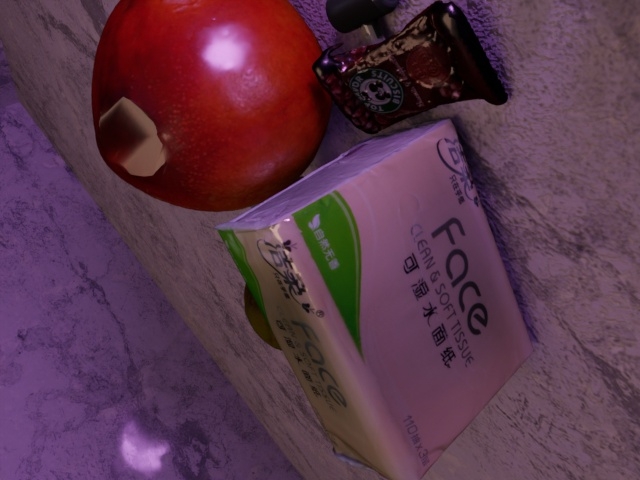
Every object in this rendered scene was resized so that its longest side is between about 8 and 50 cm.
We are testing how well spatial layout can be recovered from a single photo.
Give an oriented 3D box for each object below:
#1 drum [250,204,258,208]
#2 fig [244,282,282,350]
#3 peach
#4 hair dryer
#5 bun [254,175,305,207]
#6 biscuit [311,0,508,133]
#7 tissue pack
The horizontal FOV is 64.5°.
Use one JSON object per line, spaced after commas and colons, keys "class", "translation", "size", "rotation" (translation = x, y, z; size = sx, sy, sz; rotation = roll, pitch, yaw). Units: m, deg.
{"class": "drum", "translation": [-0.104, -0.053, 1.181], "size": [0.130, 0.049, 0.253], "rotation": [0, 122, 53]}
{"class": "fig", "translation": [-0.039, 0.130, 1.091], "size": [0.239, 0.239, 0.271], "rotation": [42, 160, 22]}
{"class": "peach", "translation": [-0.178, -0.225, 0.813], "size": [0.388, 0.388, 0.388], "rotation": [35, 144, 31]}
{"class": "hair dryer", "translation": [0.089, -0.268, 0.714], "size": [0.100, 0.057, 0.198], "rotation": [6, 133, 52]}
{"class": "bun", "translation": [0.000, 0.000, 0.894], "size": [0.259, 0.259, 0.152], "rotation": [54, 138, 4]}
{"class": "biscuit", "translation": [0.110, -0.217, 0.670], "size": [0.235, 0.063, 0.151], "rotation": [-8, 133, 42]}
{"class": "tissue pack", "translation": [0.099, 0.077, 0.740], "size": [0.205, 0.331, 0.405], "rotation": [1, 120, 56]}
